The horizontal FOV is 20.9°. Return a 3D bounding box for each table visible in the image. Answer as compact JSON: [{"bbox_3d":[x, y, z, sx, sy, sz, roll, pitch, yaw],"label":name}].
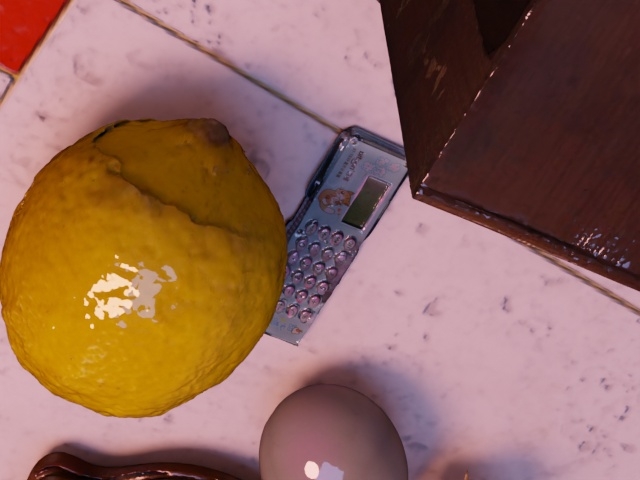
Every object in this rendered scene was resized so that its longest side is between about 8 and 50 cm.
[{"bbox_3d":[0.187,-0.158,0.942,0.196,0.250,0.282,22,119,-16],"label":"table"}]

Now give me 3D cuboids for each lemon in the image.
[{"bbox_3d":[-0.113,0.018,1.086,0.193,0.180,0.180,-25,122,23],"label":"lemon"}]

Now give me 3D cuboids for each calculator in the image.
[{"bbox_3d":[0.000,0.000,1.174,0.057,0.018,0.172,22,118,-19],"label":"calculator"}]

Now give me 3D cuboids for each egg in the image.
[{"bbox_3d":[0.010,0.162,1.228,0.103,0.103,0.135,-16,126,7],"label":"egg"}]

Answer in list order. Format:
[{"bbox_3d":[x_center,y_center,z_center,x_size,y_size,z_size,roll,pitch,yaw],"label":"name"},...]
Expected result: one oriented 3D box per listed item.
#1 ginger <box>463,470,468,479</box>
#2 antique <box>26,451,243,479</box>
[{"bbox_3d":[0.116,0.356,1.331,0.236,0.166,0.375,21,129,-7],"label":"ginger"},{"bbox_3d":[-0.116,0.272,1.279,0.278,0.129,0.223,35,117,-21],"label":"antique"}]
